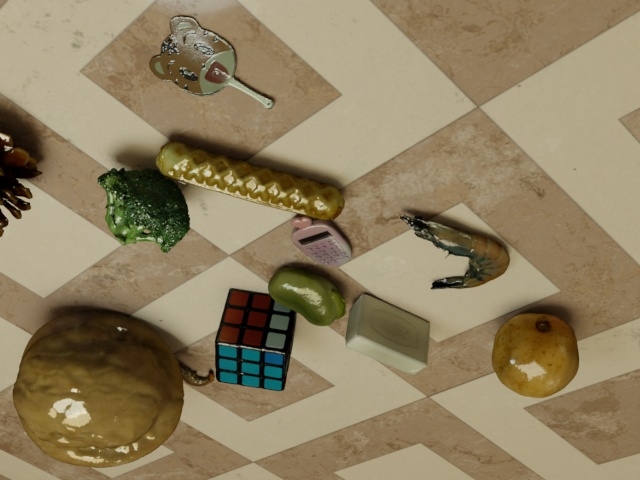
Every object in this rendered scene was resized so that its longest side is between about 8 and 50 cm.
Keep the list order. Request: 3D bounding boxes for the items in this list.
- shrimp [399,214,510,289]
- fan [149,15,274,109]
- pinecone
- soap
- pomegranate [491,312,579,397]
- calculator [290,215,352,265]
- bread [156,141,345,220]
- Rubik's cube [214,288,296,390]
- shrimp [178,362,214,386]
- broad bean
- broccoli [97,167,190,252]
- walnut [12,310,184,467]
[{"bbox_3d":[0.242,0.037,1.807,0.262,0.051,0.198,21,139,-17],"label":"shrimp"},{"bbox_3d":[-0.178,-0.290,1.552,0.227,0.008,0.152,27,136,-17],"label":"fan"},{"bbox_3d":[-0.677,-0.103,1.692,0.264,0.264,0.264,6,139,5],"label":"pinecone"},{"bbox_3d":[0.149,0.207,1.966,0.183,0.121,0.064,24,138,-17],"label":"soap"},{"bbox_3d":[0.457,0.248,1.918,0.196,0.196,0.196,6,139,5],"label":"pomegranate"},{"bbox_3d":[0.000,0.000,1.836,0.103,0.024,0.166,-17,134,29],"label":"calculator"},{"bbox_3d":[-0.131,-0.111,1.698,0.368,0.077,0.084,16,135,-5],"label":"bread"},{"bbox_3d":[-0.144,0.224,2.018,0.161,0.163,0.162,8,135,2],"label":"Rubik's cube"},{"bbox_3d":[-0.327,0.336,2.285,0.091,0.025,0.127,-18,136,29],"label":"shrimp"},{"bbox_3d":[-0.026,0.122,1.935,0.174,0.082,0.124,30,138,-23],"label":"broad bean"},{"bbox_3d":[-0.339,-0.062,1.717,0.156,0.195,0.195,-34,129,2],"label":"broccoli"},{"bbox_3d":[-0.538,0.354,2.138,0.384,0.383,0.383,6,139,5],"label":"walnut"}]
